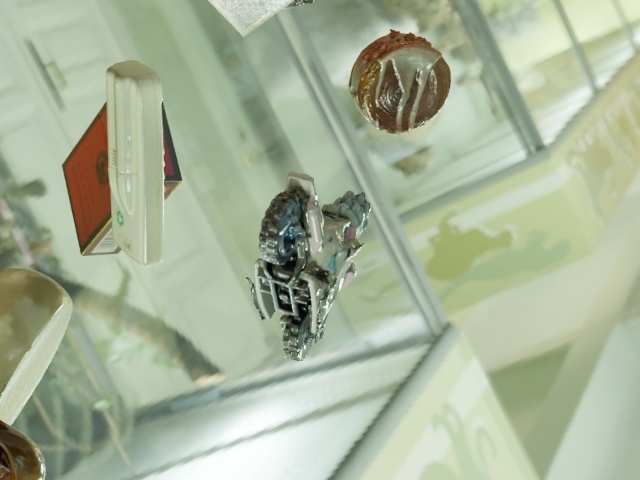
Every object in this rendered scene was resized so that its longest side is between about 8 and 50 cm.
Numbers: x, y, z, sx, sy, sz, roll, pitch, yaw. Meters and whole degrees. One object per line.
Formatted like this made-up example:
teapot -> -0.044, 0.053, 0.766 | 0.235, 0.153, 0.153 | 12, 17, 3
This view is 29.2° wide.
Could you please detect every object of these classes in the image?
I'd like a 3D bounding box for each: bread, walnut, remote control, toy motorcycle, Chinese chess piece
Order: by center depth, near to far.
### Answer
walnut -> -0.381, 0.227, 1.272 | 0.116, 0.207, 0.116 | -37, -139, 40
toy motorcycle -> -0.006, -0.002, 1.369 | 0.204, 0.108, 0.239 | -58, 170, -34
remote control -> -0.212, -0.085, 1.386 | 0.049, 0.230, 0.090 | -15, -149, -32
Chinese chess piece -> -0.439, 0.164, 1.656 | 0.273, 0.102, 0.273 | -61, 180, 0
bread -> 0.126, -0.251, 1.944 | 0.160, 0.160, 0.073 | -27, -147, -4

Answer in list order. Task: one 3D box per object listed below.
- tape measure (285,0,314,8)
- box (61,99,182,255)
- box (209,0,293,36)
tape measure -> -0.090, -0.491, 2.100 | 0.202, 0.223, 0.135 | 3, -128, 38
box -> -0.283, -0.094, 1.720 | 0.074, 0.153, 0.240 | 2, 155, -32
box -> -0.070, -0.456, 1.855 | 0.265, 0.168, 0.097 | -34, -140, 19
